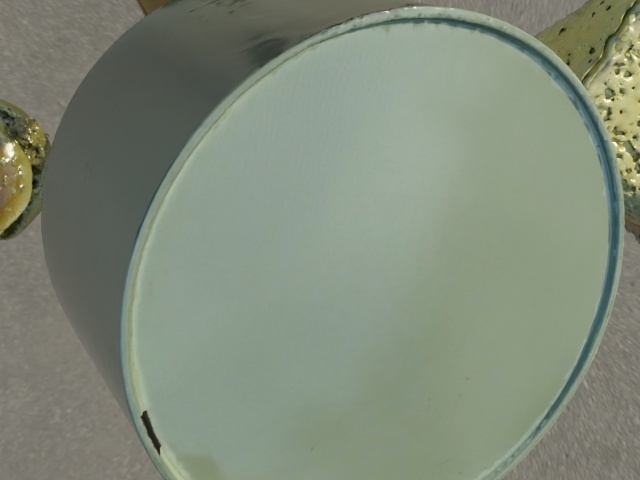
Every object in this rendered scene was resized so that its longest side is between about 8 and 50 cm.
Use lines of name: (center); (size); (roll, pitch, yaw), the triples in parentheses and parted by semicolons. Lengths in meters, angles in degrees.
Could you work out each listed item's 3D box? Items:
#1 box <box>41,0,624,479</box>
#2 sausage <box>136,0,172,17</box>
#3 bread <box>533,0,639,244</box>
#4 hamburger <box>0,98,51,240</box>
box: (0.000, 0.000, 0.457); (0.226, 0.149, 0.226); (-10, 113, -24)
sausage: (-0.083, -0.178, 0.749); (0.112, 0.328, 0.112); (-11, 45, 11)
bread: (0.335, -0.173, 1.128); (0.248, 0.315, 0.279); (30, 109, -23)
hamburger: (-0.447, -0.090, 1.292); (0.189, 0.122, 0.215); (43, 106, -2)
